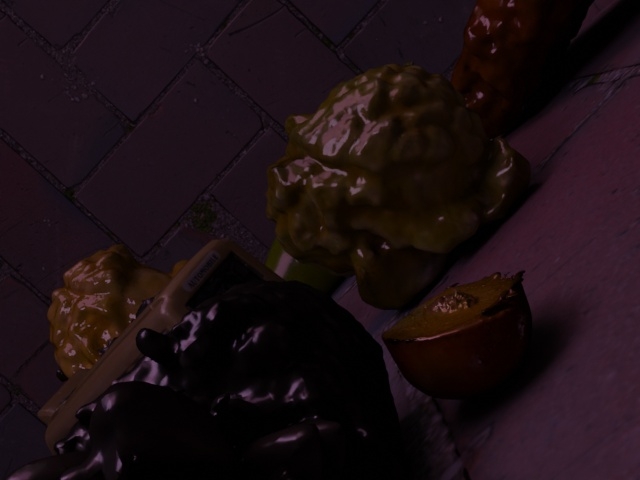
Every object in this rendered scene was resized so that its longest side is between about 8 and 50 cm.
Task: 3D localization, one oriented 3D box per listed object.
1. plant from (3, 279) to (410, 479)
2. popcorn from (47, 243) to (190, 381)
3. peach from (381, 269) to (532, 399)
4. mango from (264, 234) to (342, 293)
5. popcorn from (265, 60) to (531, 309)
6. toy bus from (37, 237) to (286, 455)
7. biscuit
[{"bbox_3d":[-0.057,0.138,0.420,0.194,0.181,0.321,-46,1,15],"label":"plant"},{"bbox_3d":[-0.273,0.144,1.352,0.381,0.349,0.349,-39,8,24],"label":"popcorn"},{"bbox_3d":[0.088,0.058,0.469,0.098,0.061,0.098,-24,7,3],"label":"peach"},{"bbox_3d":[0.000,0.000,1.250,0.293,0.143,0.175,-59,14,-13],"label":"mango"},{"bbox_3d":[0.076,-0.054,0.786,0.206,0.251,0.237,-13,-62,-57],"label":"popcorn"},{"bbox_3d":[-0.166,0.171,0.918,0.365,0.202,0.177,-44,7,37],"label":"toy bus"},{"bbox_3d":[0.277,-0.304,1.004,0.312,0.110,0.318,-50,-21,-41],"label":"biscuit"}]
